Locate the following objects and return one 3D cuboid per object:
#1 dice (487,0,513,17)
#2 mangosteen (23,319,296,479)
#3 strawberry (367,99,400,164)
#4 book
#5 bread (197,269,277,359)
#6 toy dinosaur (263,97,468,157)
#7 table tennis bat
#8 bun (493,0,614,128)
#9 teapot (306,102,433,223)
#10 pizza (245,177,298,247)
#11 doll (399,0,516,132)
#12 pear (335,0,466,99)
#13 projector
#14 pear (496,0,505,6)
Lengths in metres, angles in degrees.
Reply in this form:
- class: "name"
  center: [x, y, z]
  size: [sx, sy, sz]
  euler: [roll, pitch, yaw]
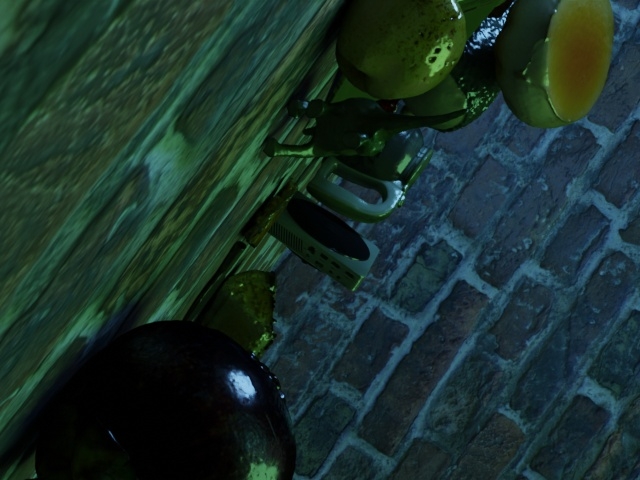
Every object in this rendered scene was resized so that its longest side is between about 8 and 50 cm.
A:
- class: "dice"
  center: [0.329, -0.545, 1.551]
  size: [0.175, 0.179, 0.174]
  euler: [-49, 178, -10]
- class: "mangosteen"
  center: [-0.190, 0.259, 1.054]
  size: [0.330, 0.330, 0.330]
  euler: [-54, 179, -2]
- class: "strawberry"
  center: [0.126, -0.313, 1.845]
  size: [0.188, 0.106, 0.286]
  euler: [120, -8, -62]
- class: "book"
  center: [0.145, -0.318, 1.385]
  size: [0.239, 0.035, 0.352]
  euler: [-22, 172, -18]
- class: "bread"
  center: [-0.201, 0.192, 1.946]
  size: [0.204, 0.162, 0.262]
  euler: [-56, -159, 26]
- class: "toy dinosaur"
  center: [0.069, -0.161, 1.225]
  size: [0.300, 0.447, 0.087]
  euler: [-4, 98, -52]
- class: "table tennis bat"
  center: [-0.219, 0.090, 1.691]
  size: [0.234, 0.022, 0.131]
  euler: [-52, 179, 27]
- class: "bun"
  center: [0.426, -0.364, 1.584]
  size: [0.298, 0.164, 0.299]
  euler: [-16, 113, -43]
- class: "teapot"
  center: [0.140, -0.208, 2.004]
  size: [0.240, 0.239, 0.321]
  euler: [-57, 177, 33]
- class: "pizza"
  center: [-0.121, -0.030, 1.655]
  size: [0.185, 0.036, 0.176]
  euler: [-53, 178, 40]
- class: "doll"
  center: [0.287, -0.388, 1.728]
  size: [0.349, 0.247, 0.247]
  euler: [-49, 177, -22]
- class: "pear"
  center: [0.100, -0.268, 1.080]
  size: [0.178, 0.178, 0.178]
  euler: [-54, 179, -2]
- class: "projector"
  center: [0.000, 0.000, 1.889]
  size: [0.079, 0.257, 0.259]
  euler: [-56, 178, 18]
- class: "pear"
  center: [0.260, -0.464, 1.385]
  size: [0.136, 0.167, 0.167]
  euler: [-31, 173, -13]
